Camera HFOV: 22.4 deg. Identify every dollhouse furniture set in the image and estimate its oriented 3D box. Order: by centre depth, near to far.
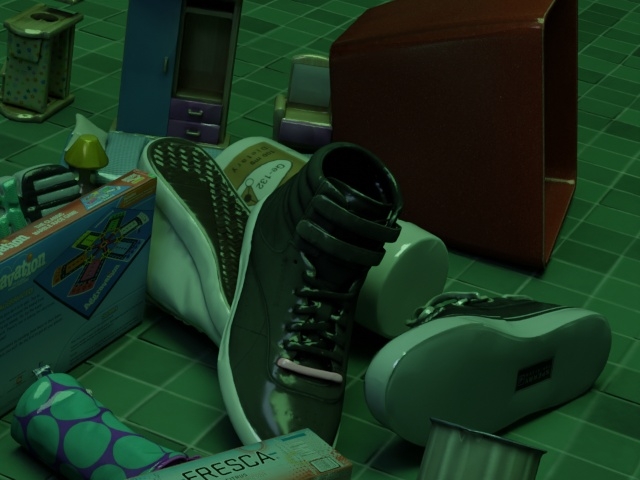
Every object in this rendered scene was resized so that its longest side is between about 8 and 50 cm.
[{"bbox_3d":[-0.114,-0.141,1.696,0.286,0.198,0.303,8,25,-2],"label":"dollhouse furniture set"},{"bbox_3d":[-0.368,-0.249,1.858,0.161,0.182,0.101,15,25,12],"label":"dollhouse furniture set"}]

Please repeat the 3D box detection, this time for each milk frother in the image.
[{"bbox_3d":[0.069,0.189,1.115,0.143,0.134,0.129,16,-6,8],"label":"milk frother"}]

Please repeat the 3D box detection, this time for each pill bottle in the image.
[{"bbox_3d":[0.000,0.000,1.508,0.229,0.131,0.131,28,30,35],"label":"pill bottle"}]

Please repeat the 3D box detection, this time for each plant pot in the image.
[{"bbox_3d":[0.146,-0.145,1.752,0.236,0.267,0.267,3,22,15],"label":"plant pot"}]

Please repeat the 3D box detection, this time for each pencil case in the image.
[{"bbox_3d":[-0.162,0.153,1.198,0.152,0.064,0.070,29,51,36],"label":"pencil case"}]

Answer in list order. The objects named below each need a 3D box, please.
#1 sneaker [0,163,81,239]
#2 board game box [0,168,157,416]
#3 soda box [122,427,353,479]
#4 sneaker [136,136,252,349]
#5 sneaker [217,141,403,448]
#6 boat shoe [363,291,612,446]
[{"bbox_3d":[-0.340,-0.016,1.525,0.224,0.083,0.098,-12,3,-34],"label":"sneaker"},{"bbox_3d":[-0.221,0.049,1.306,0.027,0.145,0.281,19,26,20],"label":"board game box"},{"bbox_3d":[-0.066,0.191,1.151,0.183,0.063,0.058,-10,30,-38],"label":"soda box"},{"bbox_3d":[-0.086,0.048,1.435,0.106,0.123,0.290,-6,51,-37],"label":"sneaker"},{"bbox_3d":[-0.003,0.042,1.292,0.105,0.147,0.295,20,48,-21],"label":"sneaker"},{"bbox_3d":[0.124,0.094,1.375,0.105,0.113,0.306,21,23,39],"label":"boat shoe"}]
